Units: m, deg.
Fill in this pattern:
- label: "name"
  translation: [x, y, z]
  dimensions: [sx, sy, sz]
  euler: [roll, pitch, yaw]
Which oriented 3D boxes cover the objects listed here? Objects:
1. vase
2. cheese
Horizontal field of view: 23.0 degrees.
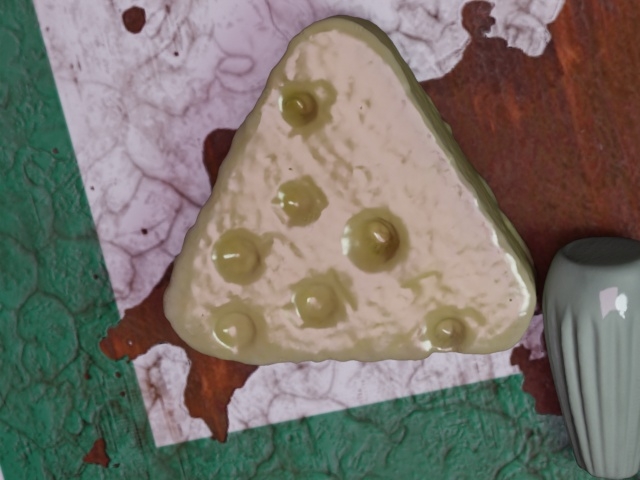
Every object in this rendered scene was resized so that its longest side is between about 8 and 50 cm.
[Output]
- label: "vase"
  translation: [0.293, 0.125, 1.605]
  dimensions: [0.128, 0.128, 0.248]
  euler: [-2, 110, 8]
- label: "cheese"
  translation: [0.001, 0.001, 1.625]
  dimensions: [0.384, 0.104, 0.383]
  euler: [1, 101, 6]
